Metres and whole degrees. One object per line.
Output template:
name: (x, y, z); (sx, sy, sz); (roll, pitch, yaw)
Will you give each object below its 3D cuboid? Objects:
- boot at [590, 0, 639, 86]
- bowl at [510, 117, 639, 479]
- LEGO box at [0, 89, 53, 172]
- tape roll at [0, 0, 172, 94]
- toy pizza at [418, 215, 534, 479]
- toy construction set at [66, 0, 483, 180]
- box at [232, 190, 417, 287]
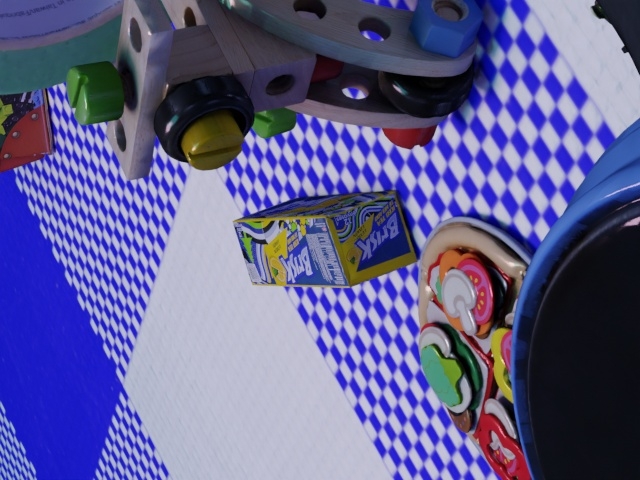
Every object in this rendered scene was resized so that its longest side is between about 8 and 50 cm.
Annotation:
boot: (0.175, -0.070, 0.914); (0.179, 0.085, 0.236); (61, 156, 27)
bowl: (0.242, 0.114, 0.802); (0.391, 0.077, 0.391); (32, 141, 31)
LEGO box: (-0.557, -0.218, 1.973); (0.500, 0.372, 0.193); (42, 145, 44)
tape roll: (-0.181, -0.239, 1.220); (0.077, 0.321, 0.321); (51, 151, 32)
toy pizza: (0.113, 0.082, 1.225); (0.201, 0.032, 0.201); (46, 148, 41)
toy construction set: (-0.074, -0.138, 1.183); (0.257, 0.237, 0.309); (66, 157, 5)
box: (0.000, 0.000, 1.360); (0.169, 0.059, 0.054); (0, 109, 65)
